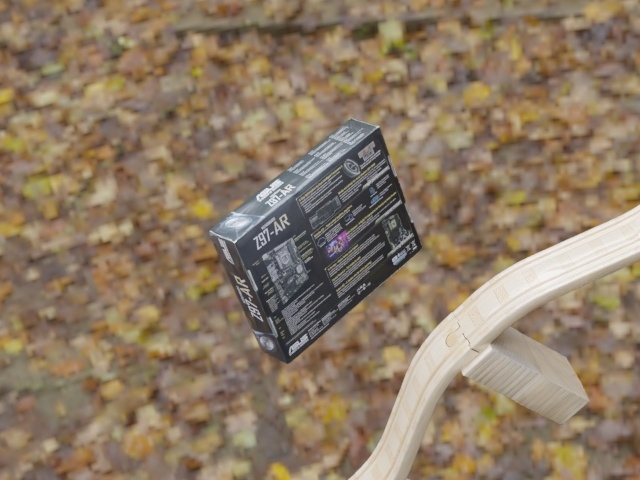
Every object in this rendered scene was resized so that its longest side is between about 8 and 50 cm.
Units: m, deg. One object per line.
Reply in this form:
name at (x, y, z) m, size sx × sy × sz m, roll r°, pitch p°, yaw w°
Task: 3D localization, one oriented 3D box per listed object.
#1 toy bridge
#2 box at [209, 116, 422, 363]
toy bridge at (0.069, 0.044, 0.551) m, size 0.188 × 0.063 × 0.026 m, roll -45°, pitch 41°, yaw 20°
box at (0.000, 0.000, 0.630) m, size 0.083 × 0.067 × 0.018 m, roll -40°, pitch 38°, yaw -24°
